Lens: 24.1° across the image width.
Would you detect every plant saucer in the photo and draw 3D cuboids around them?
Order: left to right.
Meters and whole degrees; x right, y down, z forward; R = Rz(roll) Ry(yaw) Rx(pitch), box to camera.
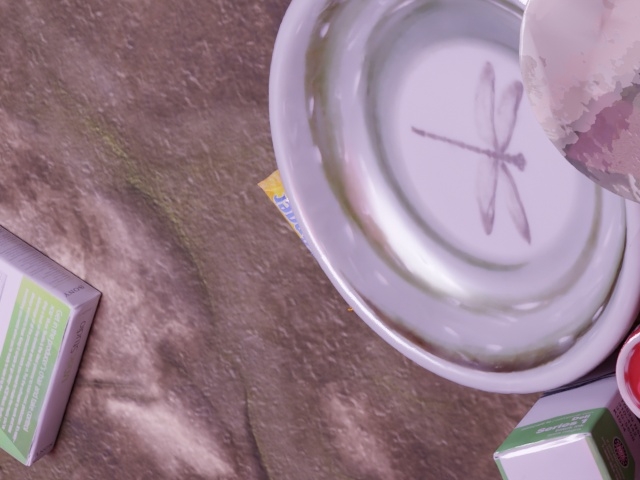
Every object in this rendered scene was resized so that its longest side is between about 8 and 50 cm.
[{"bbox_3d":[0.127,-0.070,1.259,0.400,0.100,0.400,26,129,36],"label":"plant saucer"}]

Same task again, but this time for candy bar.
[{"bbox_3d":[0.000,0.000,1.444,0.040,0.018,0.161,-38,86,35],"label":"candy bar"}]

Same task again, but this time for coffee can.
[{"bbox_3d":[0.269,-0.167,1.013,0.201,0.275,0.201,12,121,21],"label":"coffee can"}]

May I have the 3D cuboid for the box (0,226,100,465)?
[{"bbox_3d":[-0.410,0.077,1.698,0.322,0.058,0.232,33,122,18],"label":"box"}]

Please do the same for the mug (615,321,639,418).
[{"bbox_3d":[0.314,0.066,1.188,0.113,0.169,0.150,41,124,12],"label":"mug"}]

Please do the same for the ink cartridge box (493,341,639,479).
[{"bbox_3d":[0.246,0.193,1.249,0.092,0.219,0.160,-21,98,32],"label":"ink cartridge box"}]
